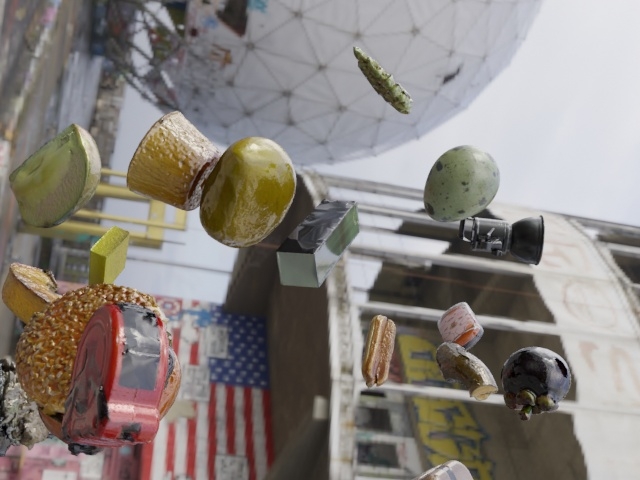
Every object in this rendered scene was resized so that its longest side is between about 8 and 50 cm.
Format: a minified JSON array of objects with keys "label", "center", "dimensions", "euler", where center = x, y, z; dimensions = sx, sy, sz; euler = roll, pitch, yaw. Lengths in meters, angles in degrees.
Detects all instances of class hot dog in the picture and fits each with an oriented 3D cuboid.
[{"label":"hot dog","center":[0.159,0.315,2.471],"dimensions":[0.062,0.092,0.235],"euler":[-29,-149,42]}]

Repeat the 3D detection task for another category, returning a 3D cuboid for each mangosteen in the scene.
[{"label":"mangosteen","center":[0.415,0.282,1.717],"dimensions":[0.137,0.137,0.151],"euler":[121,-7,-58]}]

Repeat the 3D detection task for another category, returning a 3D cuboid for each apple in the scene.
[{"label":"apple","center":[-0.572,-0.121,1.969],"dimensions":[0.265,0.120,0.193],"euler":[-31,-116,30]}]

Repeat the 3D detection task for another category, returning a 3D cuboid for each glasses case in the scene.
[{"label":"glasses case","center":[0.371,0.232,2.353],"dimensions":[0.103,0.067,0.266],"euler":[-37,-171,6]}]

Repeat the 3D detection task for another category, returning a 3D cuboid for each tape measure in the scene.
[{"label":"tape measure","center":[-0.354,0.236,1.509],"dimensions":[0.253,0.114,0.260],"euler":[-22,-120,55]}]

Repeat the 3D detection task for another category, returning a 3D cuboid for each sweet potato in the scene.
[{"label":"sweet potato","center":[0.326,0.297,2.062],"dimensions":[0.085,0.112,0.286],"euler":[-53,-168,0]}]

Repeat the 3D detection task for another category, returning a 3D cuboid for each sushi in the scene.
[{"label":"sushi","center":[-0.793,0.434,2.279],"dimensions":[0.225,0.219,0.238],"euler":[-85,163,-71]}]

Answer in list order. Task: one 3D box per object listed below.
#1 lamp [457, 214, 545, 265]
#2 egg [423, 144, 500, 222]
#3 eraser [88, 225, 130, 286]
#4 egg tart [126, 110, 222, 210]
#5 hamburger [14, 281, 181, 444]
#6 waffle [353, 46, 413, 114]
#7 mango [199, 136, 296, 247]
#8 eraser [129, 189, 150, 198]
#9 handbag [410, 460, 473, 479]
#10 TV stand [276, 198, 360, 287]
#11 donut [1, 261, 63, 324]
[{"label":"lamp","center":[0.517,-0.007,2.533],"dimensions":[0.172,0.228,0.147],"euler":[-77,171,-68]},{"label":"egg","center":[0.356,-0.141,2.268],"dimensions":[0.228,0.177,0.177],"euler":[-46,-150,27]},{"label":"eraser","center":[-0.471,0.042,1.962],"dimensions":[0.097,0.045,0.122],"euler":[-58,169,-46]},{"label":"egg tart","center":[-0.302,-0.162,1.893],"dimensions":[0.202,0.147,0.202],"euler":[-56,169,-17]},{"label":"hamburger","center":[-0.468,0.258,1.869],"dimensions":[0.330,0.330,0.250],"euler":[-98,-177,-50]},{"label":"waffle","center":[0.180,-0.450,2.540],"dimensions":[0.054,0.204,0.223],"euler":[-46,153,2]},{"label":"mango","center":[-0.142,-0.099,1.808],"dimensions":[0.142,0.195,0.331],"euler":[63,-32,20]},{"label":"eraser","center":[-0.460,-0.178,2.562],"dimensions":[0.352,0.077,0.111],"euler":[-40,151,-85]},{"label":"handbag","center":[0.298,0.699,2.106],"dimensions":[0.149,0.283,0.301],"euler":[-35,-111,34]},{"label":"TV stand","center":[0.000,0.000,1.874],"dimensions":[0.269,0.088,0.082],"euler":[-51,138,-57]},{"label":"donut","center":[-0.683,0.130,2.097],"dimensions":[0.101,0.152,0.259],"euler":[-54,-135,4]}]
